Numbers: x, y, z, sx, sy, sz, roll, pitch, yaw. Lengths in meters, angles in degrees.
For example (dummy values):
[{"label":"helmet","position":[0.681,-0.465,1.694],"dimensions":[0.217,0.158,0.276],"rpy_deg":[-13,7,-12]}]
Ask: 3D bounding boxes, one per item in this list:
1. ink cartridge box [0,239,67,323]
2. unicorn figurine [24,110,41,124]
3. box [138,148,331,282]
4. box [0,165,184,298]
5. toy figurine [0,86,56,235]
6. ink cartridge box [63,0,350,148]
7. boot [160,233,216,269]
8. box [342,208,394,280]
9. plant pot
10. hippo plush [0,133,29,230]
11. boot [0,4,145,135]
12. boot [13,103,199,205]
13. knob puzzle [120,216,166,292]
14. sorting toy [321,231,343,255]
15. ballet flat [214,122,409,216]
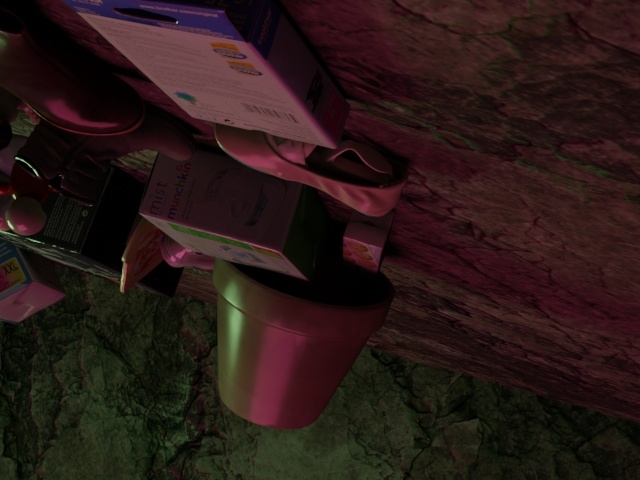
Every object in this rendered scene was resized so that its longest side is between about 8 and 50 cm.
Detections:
[{"label":"ink cartridge box","position":[-0.739,-0.029,2.326],"dimensions":[0.151,0.396,0.270],"rpy_deg":[-27,170,-3]},{"label":"unicorn figurine","position":[-0.408,-0.174,1.645],"dimensions":[0.111,0.060,0.162],"rpy_deg":[23,159,29]},{"label":"box","position":[-0.124,-0.042,1.637],"dimensions":[0.231,0.127,0.262],"rpy_deg":[14,171,11]},{"label":"box","position":[-0.474,-0.038,2.117],"dimensions":[0.312,0.179,0.343],"rpy_deg":[14,169,27]},{"label":"toy figurine","position":[-0.436,-0.122,1.491],"dimensions":[0.209,0.148,0.213],"rpy_deg":[-30,137,34]},{"label":"ink cartridge box","position":[-0.103,-0.183,1.020],"dimensions":[0.185,0.065,0.311],"rpy_deg":[14,171,22]},{"label":"boot","position":[-0.200,0.001,2.090],"dimensions":[0.123,0.095,0.258],"rpy_deg":[-20,177,23]},{"label":"box","position":[0.075,0.006,1.705],"dimensions":[0.067,0.063,0.324],"rpy_deg":[19,170,4]},{"label":"plant pot","position":[-0.057,0.171,1.881],"dimensions":[0.323,0.280,0.323],"rpy_deg":[14,-162,-4]},{"label":"hippo plush","position":[-0.621,-0.127,1.678],"dimensions":[0.236,0.234,0.294],"rpy_deg":[17,162,32]},{"label":"boot","position":[-0.327,-0.203,1.219],"dimensions":[0.248,0.090,0.207],"rpy_deg":[22,172,-3]},{"label":"boot","position":[-0.288,-0.117,1.412],"dimensions":[0.083,0.161,0.246],"rpy_deg":[8,166,47]},{"label":"knob puzzle","position":[-0.324,-0.016,2.001],"dimensions":[0.030,0.213,0.213],"rpy_deg":[29,173,14]},{"label":"sorting toy","position":[0.000,0.000,1.901],"dimensions":[0.102,0.042,0.061],"rpy_deg":[10,-170,-25]},{"label":"ballet flat","position":[-0.002,-0.105,1.254],"dimensions":[0.248,0.086,0.086],"rpy_deg":[21,170,-23]}]
